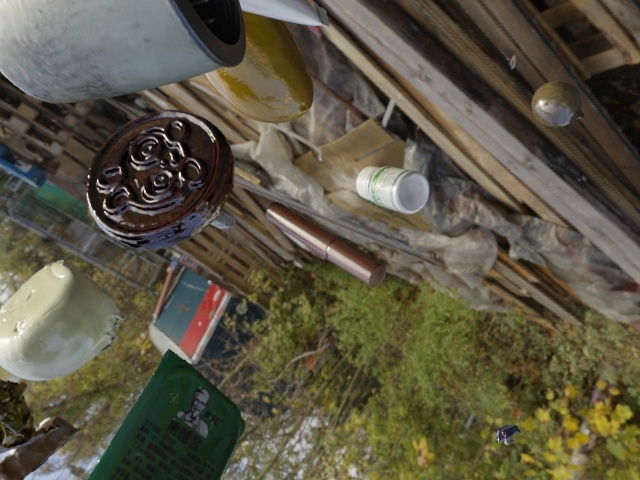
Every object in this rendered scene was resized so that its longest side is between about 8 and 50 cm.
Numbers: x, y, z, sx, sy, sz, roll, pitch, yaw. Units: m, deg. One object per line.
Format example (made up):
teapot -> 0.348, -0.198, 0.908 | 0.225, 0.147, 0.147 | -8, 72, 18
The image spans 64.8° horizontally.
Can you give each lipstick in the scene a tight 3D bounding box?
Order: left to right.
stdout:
lipstick -> 0.000, 0.000, 1.143 | 0.357, 0.057, 0.057 | 33, 172, 39

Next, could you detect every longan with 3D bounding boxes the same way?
longan -> 0.512, -0.290, 1.082 | 0.114, 0.113, 0.092 | 29, 135, 4

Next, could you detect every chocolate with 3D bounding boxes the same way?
chocolate -> -0.785, 0.576, 1.399 | 0.093, 0.214, 0.148 | 48, 148, -3

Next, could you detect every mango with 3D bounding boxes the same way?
mango -> -0.205, -0.557, 1.563 | 0.445, 0.300, 0.232 | 48, 180, -16

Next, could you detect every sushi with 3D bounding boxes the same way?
sushi -> -0.703, 0.361, 1.068 | 0.296, 0.179, 0.166 | 63, -177, -23

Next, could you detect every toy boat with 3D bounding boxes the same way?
toy boat -> 0.399, 0.417, 1.078 | 0.083, 0.038, 0.038 | 3, -171, -43

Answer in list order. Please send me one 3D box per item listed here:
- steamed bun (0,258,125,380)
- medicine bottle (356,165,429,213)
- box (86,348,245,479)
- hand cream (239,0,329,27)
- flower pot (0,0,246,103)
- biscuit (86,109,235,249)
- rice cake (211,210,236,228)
steamed bun -> -0.714, 0.233, 1.381 | 0.334, 0.312, 0.233 | 30, 163, 53
medicine bottle -> 0.226, -0.172, 1.635 | 0.139, 0.139, 0.237 | 39, 173, -34
box -> -0.308, 0.413, 0.940 | 0.106, 0.336, 0.264 | -11, 128, 36
hand cream -> -0.150, -0.624, 1.282 | 0.359, 0.117, 0.185 | 15, -148, -13
flower pot -> -0.321, -0.361, 0.780 | 0.331, 0.293, 0.293 | -15, 148, 18
biscuit -> -0.427, -0.173, 1.325 | 0.408, 0.407, 0.091 | 25, 166, 20
rice cake -> -0.495, -0.128, 1.876 | 0.399, 0.064, 0.070 | 24, 160, -36
